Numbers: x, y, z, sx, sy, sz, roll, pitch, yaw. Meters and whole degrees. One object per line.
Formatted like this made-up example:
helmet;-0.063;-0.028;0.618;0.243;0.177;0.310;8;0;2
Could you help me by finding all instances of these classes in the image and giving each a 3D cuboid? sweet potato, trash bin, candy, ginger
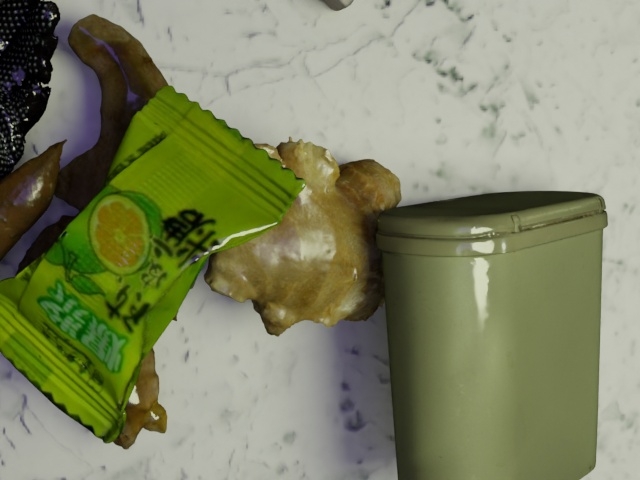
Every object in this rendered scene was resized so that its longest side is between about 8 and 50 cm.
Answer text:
sweet potato;-0.289;0.023;0.617;0.273;0.067;0.067;-40;101;8
trash bin;0.150;0.088;0.668;0.243;0.121;0.248;-8;98;-45
candy;-0.139;0.012;0.572;0.149;0.069;0.246;40;92;10
ginger;0.000;0.000;0.664;0.216;0.102;0.157;4;91;-41
ginger;-0.155;-0.001;0.655;0.166;0.080;0.333;13;86;-14

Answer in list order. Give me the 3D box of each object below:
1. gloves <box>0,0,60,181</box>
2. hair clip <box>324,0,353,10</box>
gloves;-0.267;-0.140;0.621;0.129;0.106;0.181;25;62;-7
hair clip;-0.064;-0.339;0.649;0.101;0.085;0.331;-46;107;-4
